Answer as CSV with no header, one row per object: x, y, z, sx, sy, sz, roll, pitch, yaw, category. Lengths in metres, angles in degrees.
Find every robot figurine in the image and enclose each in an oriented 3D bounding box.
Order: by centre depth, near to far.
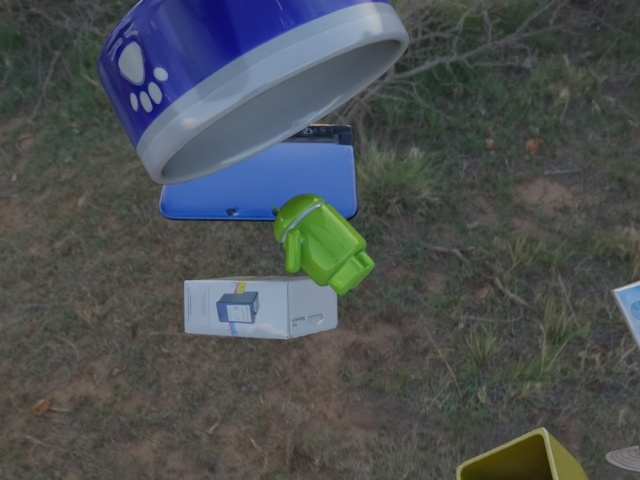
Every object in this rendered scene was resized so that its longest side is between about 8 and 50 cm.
0.000,0.000,0.581,0.115,0.067,0.101,46,29,12,robot figurine

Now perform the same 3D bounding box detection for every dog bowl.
-0.059,-0.158,0.526,0.265,0.265,0.104,-30,92,-13,dog bowl

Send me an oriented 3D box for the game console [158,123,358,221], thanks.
-0.094,-0.101,0.948,0.293,0.250,0.173,1,85,-2,game console

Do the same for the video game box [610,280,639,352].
0.407,0.107,0.526,0.187,0.048,0.205,-24,78,16,video game box

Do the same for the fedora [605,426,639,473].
0.474,0.201,0.649,0.275,0.244,0.124,-3,78,30,fedora

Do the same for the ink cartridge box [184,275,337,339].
-0.097,0.106,0.953,0.212,0.154,0.093,0,90,31,ink cartridge box

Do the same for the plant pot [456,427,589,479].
0.156,0.198,0.400,0.081,0.083,0.081,-41,24,31,plant pot
